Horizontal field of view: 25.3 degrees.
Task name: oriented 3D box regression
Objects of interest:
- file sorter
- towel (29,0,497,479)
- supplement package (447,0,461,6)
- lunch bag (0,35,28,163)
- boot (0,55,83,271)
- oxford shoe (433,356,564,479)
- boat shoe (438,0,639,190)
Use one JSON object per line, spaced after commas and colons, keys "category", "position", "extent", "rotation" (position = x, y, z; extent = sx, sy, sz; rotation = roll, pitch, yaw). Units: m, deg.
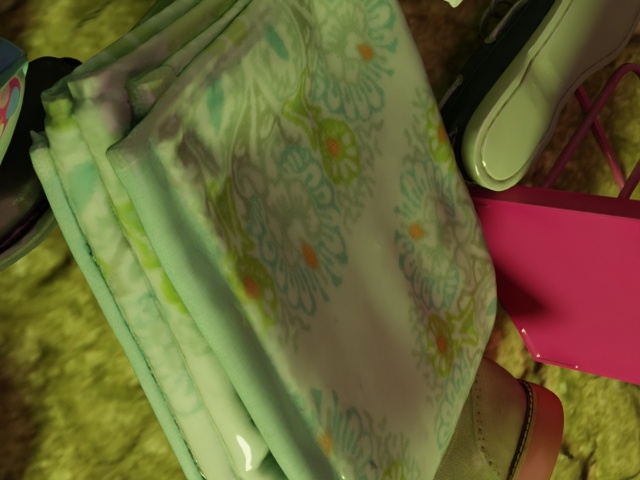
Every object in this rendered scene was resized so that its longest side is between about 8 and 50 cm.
{"category": "file sorter", "position": [0.283, -0.014, 1.067], "extent": [0.182, 0.290, 0.202], "rotation": [-54, 130, -25]}
{"category": "towel", "position": [0.000, 0.000, 0.859], "extent": [0.320, 0.090, 0.374], "rotation": [-55, 131, -47]}
{"category": "supplement package", "position": [0.011, -0.267, 0.764], "extent": [0.194, 0.203, 0.149], "rotation": [15, 126, -40]}
{"category": "lunch bag", "position": [-0.220, 0.036, 0.549], "extent": [0.107, 0.224, 0.279], "rotation": [28, 111, -7]}
{"category": "boot", "position": [-0.246, -0.056, 0.686], "extent": [0.263, 0.091, 0.229], "rotation": [-52, 130, -20]}
{"category": "oxford shoe", "position": [0.058, 0.239, 1.036], "extent": [0.130, 0.123, 0.348], "rotation": [32, 64, -19]}
{"category": "boat shoe", "position": [0.163, -0.142, 1.065], "extent": [0.254, 0.079, 0.095], "rotation": [-55, 133, -16]}
